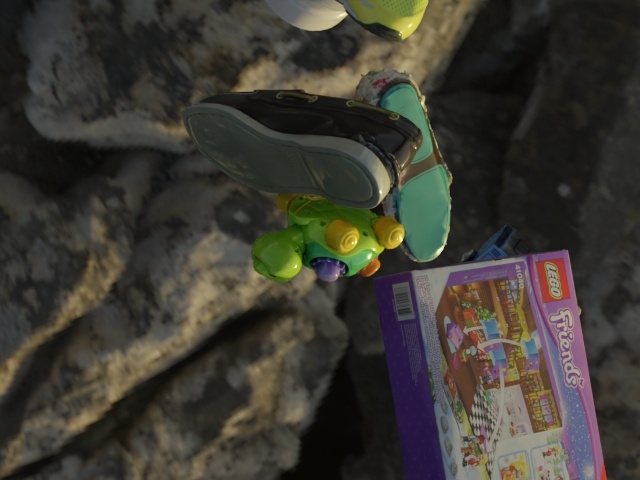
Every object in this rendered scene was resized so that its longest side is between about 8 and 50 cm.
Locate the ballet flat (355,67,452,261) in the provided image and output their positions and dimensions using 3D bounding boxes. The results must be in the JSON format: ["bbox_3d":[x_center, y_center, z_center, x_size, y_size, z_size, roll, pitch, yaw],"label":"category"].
[{"bbox_3d":[0.093,-0.091,1.755,0.091,0.077,0.241,-24,121,-20],"label":"ballet flat"}]

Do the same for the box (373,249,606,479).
[{"bbox_3d":[0.160,0.163,1.393,0.201,0.057,0.293,-6,86,-39],"label":"box"}]

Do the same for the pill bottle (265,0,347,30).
[{"bbox_3d":[0.048,-0.356,1.711,0.169,0.301,0.169,12,63,-25],"label":"pill bottle"}]

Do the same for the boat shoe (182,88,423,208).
[{"bbox_3d":[-0.017,-0.083,1.251,0.068,0.228,0.081,-45,132,-27],"label":"boat shoe"}]

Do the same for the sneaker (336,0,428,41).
[{"bbox_3d":[0.063,-0.235,1.064,0.081,0.094,0.208,20,65,-25],"label":"sneaker"}]

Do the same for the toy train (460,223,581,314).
[{"bbox_3d":[0.277,0.070,2.138,0.184,0.080,0.105,44,132,-2],"label":"toy train"}]

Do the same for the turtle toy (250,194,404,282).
[{"bbox_3d":[0.000,0.000,1.291,0.130,0.095,0.066,-5,118,-38],"label":"turtle toy"}]
